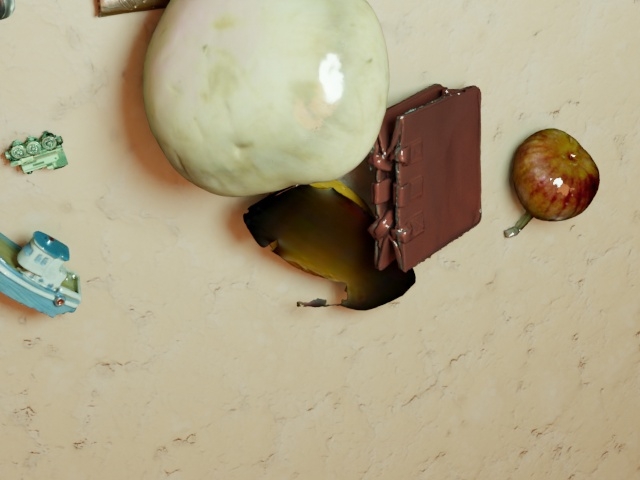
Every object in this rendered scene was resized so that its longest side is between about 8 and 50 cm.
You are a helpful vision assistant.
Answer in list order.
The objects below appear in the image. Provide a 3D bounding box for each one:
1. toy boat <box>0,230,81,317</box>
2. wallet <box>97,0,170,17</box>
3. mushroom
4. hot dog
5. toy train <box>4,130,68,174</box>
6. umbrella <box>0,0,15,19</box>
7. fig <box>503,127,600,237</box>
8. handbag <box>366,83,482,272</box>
[{"bbox_3d":[-0.423,0.025,1.331,0.215,0.088,0.102,36,104,-32],"label":"toy boat"},{"bbox_3d":[-0.231,-0.371,1.288,0.176,0.026,0.095,-11,112,-19],"label":"wallet"},{"bbox_3d":[-0.061,-0.201,1.253,0.353,0.325,0.353,-8,126,-12],"label":"mushroom"},{"bbox_3d":[0.004,-0.005,1.497,0.194,0.107,0.326,-33,130,4],"label":"hot dog"},{"bbox_3d":[-0.408,-0.123,1.311,0.083,0.033,0.053,-20,121,-14],"label":"toy train"},{"bbox_3d":[-0.428,-0.409,1.174,0.071,0.071,0.248,-18,121,-15],"label":"umbrella"},{"bbox_3d":[0.413,-0.095,1.607,0.148,0.149,0.202,-41,136,-23],"label":"fig"},{"bbox_3d":[0.171,-0.108,1.456,0.275,0.084,0.260,-32,126,-49],"label":"handbag"}]
